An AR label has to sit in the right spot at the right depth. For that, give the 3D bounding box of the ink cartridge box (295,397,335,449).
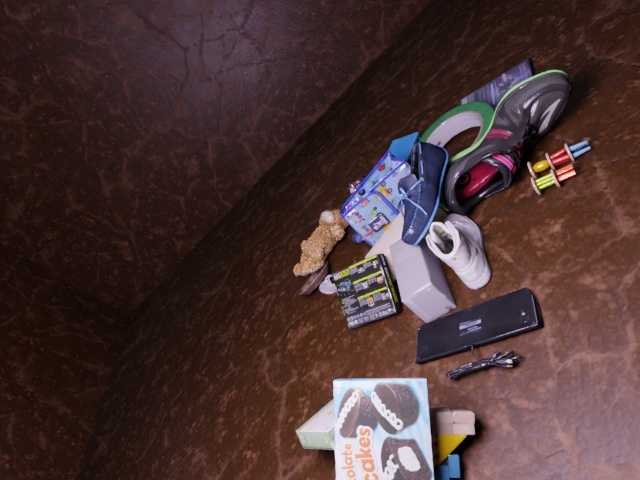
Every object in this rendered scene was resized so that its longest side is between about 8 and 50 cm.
[{"bbox_3d":[0.077,0.444,1.077,0.235,0.056,0.171,-23,-1,44],"label":"ink cartridge box"}]

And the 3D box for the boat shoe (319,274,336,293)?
[{"bbox_3d":[0.050,0.149,1.579,0.184,0.063,0.066,-11,46,51],"label":"boat shoe"}]

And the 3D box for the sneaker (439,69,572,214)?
[{"bbox_3d":[0.528,-0.252,1.256,0.483,0.185,0.202,-51,24,22],"label":"sneaker"}]

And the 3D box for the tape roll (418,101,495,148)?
[{"bbox_3d":[0.467,-0.325,1.516,0.321,0.077,0.321,-35,35,30],"label":"tape roll"}]

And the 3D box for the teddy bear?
[{"bbox_3d":[0.000,0.000,1.747,0.338,0.113,0.245,-54,9,-9],"label":"teddy bear"}]

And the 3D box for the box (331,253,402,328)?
[{"bbox_3d":[0.138,0.157,1.348,0.190,0.045,0.184,-28,70,37],"label":"box"}]

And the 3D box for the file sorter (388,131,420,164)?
[{"bbox_3d":[0.325,-0.307,1.687,0.118,0.104,0.170,-11,43,45],"label":"file sorter"}]

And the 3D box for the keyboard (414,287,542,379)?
[{"bbox_3d":[0.360,0.236,1.036,0.317,0.033,0.202,-31,26,35],"label":"keyboard"}]

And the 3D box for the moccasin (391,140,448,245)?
[{"bbox_3d":[0.267,-0.139,1.262,0.138,0.116,0.342,125,167,-56],"label":"moccasin"}]

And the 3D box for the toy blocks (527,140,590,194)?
[{"bbox_3d":[0.629,-0.195,1.152,0.148,0.054,0.123,-28,33,36],"label":"toy blocks"}]

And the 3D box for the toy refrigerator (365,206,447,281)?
[{"bbox_3d":[0.269,-0.009,1.394,0.270,0.094,0.102,-53,22,9],"label":"toy refrigerator"}]

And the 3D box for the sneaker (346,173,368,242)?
[{"bbox_3d":[0.142,-0.138,1.697,0.106,0.162,0.282,-15,43,49],"label":"sneaker"}]

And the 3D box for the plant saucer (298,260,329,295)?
[{"bbox_3d":[-0.020,0.150,1.673,0.168,0.029,0.168,-49,4,4],"label":"plant saucer"}]

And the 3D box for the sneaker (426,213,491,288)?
[{"bbox_3d":[0.363,-0.019,1.207,0.108,0.169,0.293,-39,27,24],"label":"sneaker"}]

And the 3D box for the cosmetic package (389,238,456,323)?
[{"bbox_3d":[0.280,0.096,1.231,0.107,0.127,0.238,-35,28,26],"label":"cosmetic package"}]

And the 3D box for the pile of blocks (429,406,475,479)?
[{"bbox_3d":[0.189,0.487,0.921,0.362,0.149,0.112,-40,-16,0],"label":"pile of blocks"}]

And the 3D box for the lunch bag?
[{"bbox_3d":[0.217,-0.110,1.483,0.293,0.221,0.138,-46,27,7],"label":"lunch bag"}]

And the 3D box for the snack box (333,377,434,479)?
[{"bbox_3d":[0.123,0.436,0.854,0.186,0.060,0.322,-4,76,10],"label":"snack box"}]

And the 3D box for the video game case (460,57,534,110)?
[{"bbox_3d":[0.636,-0.528,1.603,0.274,0.026,0.196,-26,35,37],"label":"video game case"}]
